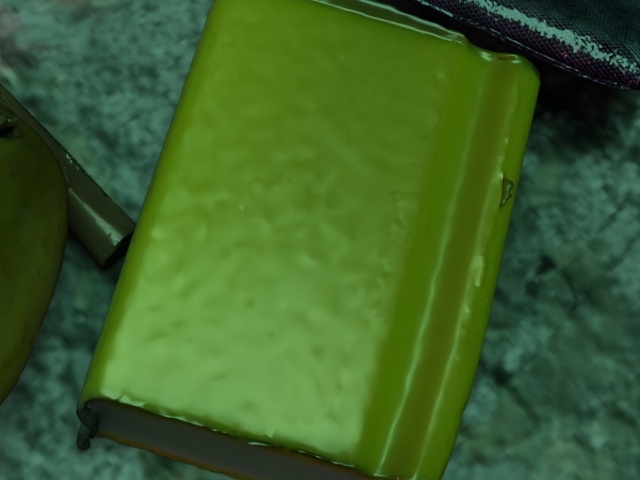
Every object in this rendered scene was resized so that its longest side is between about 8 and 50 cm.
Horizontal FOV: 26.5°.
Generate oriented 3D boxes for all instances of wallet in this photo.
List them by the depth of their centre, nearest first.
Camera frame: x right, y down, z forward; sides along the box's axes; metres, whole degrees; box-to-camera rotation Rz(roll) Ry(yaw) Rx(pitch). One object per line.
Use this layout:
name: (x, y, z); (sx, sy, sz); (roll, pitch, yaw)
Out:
wallet: (0.089, -0.121, 0.659); (0.165, 0.030, 0.111); (23, 33, 2)

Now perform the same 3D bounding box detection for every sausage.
sausage: (-0.128, -0.035, 0.624); (0.026, 0.026, 0.116); (-40, 77, -20)

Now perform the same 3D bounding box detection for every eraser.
eraser: (0.000, 0.000, 0.603); (0.158, 0.069, 0.226); (15, 67, 1)

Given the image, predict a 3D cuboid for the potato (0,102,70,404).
potato: (-0.217, 0.054, 0.513); (0.173, 0.140, 0.300); (29, 63, 0)
